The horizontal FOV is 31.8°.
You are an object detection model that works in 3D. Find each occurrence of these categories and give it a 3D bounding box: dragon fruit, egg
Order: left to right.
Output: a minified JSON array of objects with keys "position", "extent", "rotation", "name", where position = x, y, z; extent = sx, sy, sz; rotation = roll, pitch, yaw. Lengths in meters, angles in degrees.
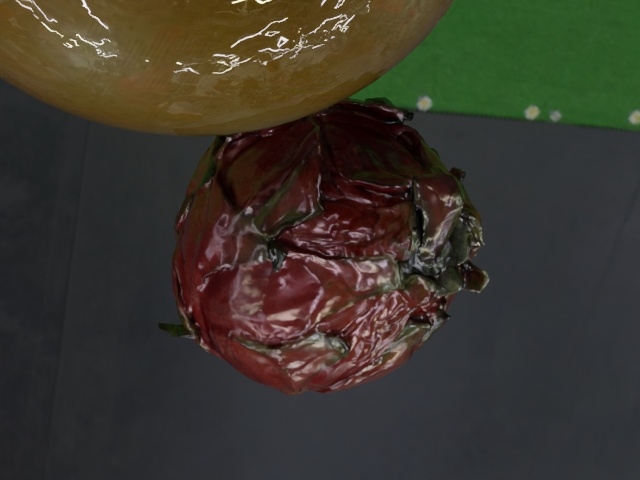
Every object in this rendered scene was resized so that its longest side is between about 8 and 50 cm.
[{"position":[-0.056,-0.195,0.569],"extent":[0.351,0.283,0.282],"rotation":[-12,133,-54],"name":"egg"},{"position":[0.000,0.000,0.884],"extent":[0.244,0.299,0.244],"rotation":[6,79,-30],"name":"dragon fruit"}]
